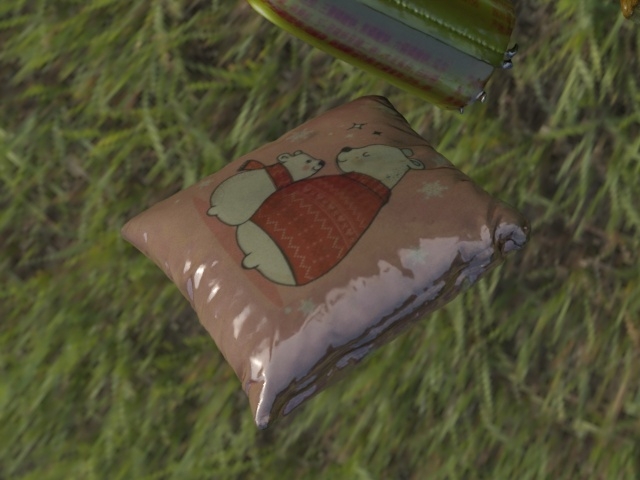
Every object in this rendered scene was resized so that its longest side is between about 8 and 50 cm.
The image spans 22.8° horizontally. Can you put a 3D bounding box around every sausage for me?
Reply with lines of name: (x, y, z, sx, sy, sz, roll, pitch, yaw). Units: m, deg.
sausage: (0.020, -0.217, 1.391, 0.317, 0.125, 0.117, 21, 113, -24)

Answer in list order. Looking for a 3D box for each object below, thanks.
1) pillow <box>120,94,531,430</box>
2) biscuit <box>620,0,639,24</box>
pillow: (0.000, 0.000, 1.076, 0.236, 0.223, 0.084, 50, 166, 49)
biscuit: (0.163, -0.204, 0.728, 0.026, 0.131, 0.237, -3, 163, 0)
